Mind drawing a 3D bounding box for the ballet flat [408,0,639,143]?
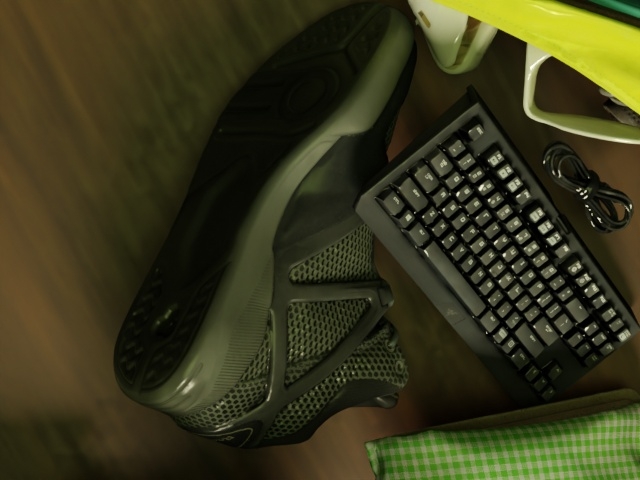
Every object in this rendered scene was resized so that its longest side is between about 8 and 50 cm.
[{"bbox_3d":[0.098,-0.102,0.727,0.231,0.077,0.077,28,114,12],"label":"ballet flat"}]

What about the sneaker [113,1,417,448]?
[{"bbox_3d":[0.000,0.000,0.756,0.130,0.087,0.227,39,68,-41],"label":"sneaker"}]

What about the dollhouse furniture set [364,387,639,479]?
[{"bbox_3d":[0.073,0.185,0.686,0.301,0.151,0.197,-9,87,-22],"label":"dollhouse furniture set"}]

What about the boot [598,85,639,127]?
[{"bbox_3d":[0.232,-0.133,0.748,0.229,0.091,0.263,-36,93,10],"label":"boot"}]

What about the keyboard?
[{"bbox_3d":[0.101,0.002,0.749,0.108,0.023,0.180,-43,127,-2],"label":"keyboard"}]
